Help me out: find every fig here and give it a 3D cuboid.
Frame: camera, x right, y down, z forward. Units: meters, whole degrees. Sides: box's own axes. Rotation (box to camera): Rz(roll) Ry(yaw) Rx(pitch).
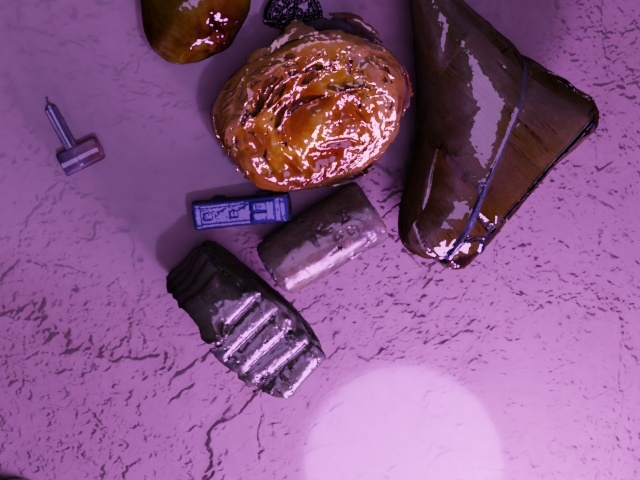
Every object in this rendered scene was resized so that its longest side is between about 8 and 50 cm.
[{"bbox_3d":[-0.180,-0.335,1.302,0.154,0.144,0.166,-21,105,29],"label":"fig"}]

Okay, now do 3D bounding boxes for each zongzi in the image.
[{"bbox_3d":[0.176,-0.172,1.424,0.393,0.174,0.356,35,97,-21],"label":"zongzi"}]

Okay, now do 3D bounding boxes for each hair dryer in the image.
[{"bbox_3d":[-0.363,-0.156,1.349,0.063,0.037,0.114,-29,103,-9],"label":"hair dryer"}]

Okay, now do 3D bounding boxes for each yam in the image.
[{"bbox_3d":[0.000,0.000,1.455,0.194,0.107,0.107,-32,111,-5],"label":"yam"}]

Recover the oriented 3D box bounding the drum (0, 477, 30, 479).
[{"bbox_3d":[-0.488,0.365,1.445,0.130,0.049,0.253,-13,108,-12],"label":"drum"}]

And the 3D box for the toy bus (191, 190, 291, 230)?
[{"bbox_3d":[-0.119,-0.044,1.428,0.153,0.061,0.051,-6,101,-3],"label":"toy bus"}]

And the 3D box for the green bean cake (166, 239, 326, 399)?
[{"bbox_3d":[-0.116,0.113,1.391,0.125,0.222,0.227,-47,115,1],"label":"green bean cake"}]

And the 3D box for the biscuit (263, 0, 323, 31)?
[{"bbox_3d":[-0.039,-0.332,1.394,0.089,0.027,0.087,-26,109,-8],"label":"biscuit"}]

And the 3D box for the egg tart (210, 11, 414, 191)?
[{"bbox_3d":[-0.014,-0.205,1.379,0.297,0.132,0.297,-5,128,-7],"label":"egg tart"}]
